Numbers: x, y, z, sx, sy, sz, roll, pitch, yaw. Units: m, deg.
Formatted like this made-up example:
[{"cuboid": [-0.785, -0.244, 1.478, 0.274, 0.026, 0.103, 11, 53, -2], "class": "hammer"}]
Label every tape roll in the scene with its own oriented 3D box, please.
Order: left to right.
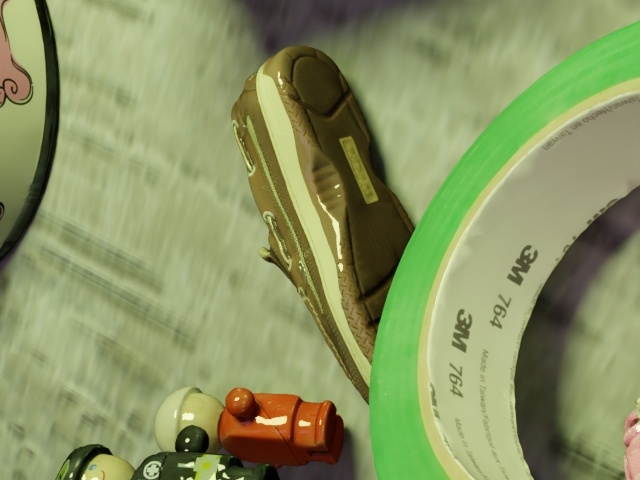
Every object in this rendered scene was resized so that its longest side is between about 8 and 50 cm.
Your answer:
[{"cuboid": [0.158, 0.037, 0.508, 0.321, 0.077, 0.321, -38, 37, 36], "class": "tape roll"}]

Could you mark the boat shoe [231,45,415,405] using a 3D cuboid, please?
[{"cuboid": [0.006, -0.001, 0.702, 0.095, 0.095, 0.257, -28, 75, 43], "class": "boat shoe"}]

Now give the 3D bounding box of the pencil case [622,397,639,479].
[{"cuboid": [0.325, 0.057, 0.478, 0.386, 0.167, 0.160, -46, 35, 25], "class": "pencil case"}]

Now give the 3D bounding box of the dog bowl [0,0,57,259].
[{"cuboid": [-0.435, -0.139, 0.898, 0.408, 0.150, 0.408, 4, 98, 30], "class": "dog bowl"}]

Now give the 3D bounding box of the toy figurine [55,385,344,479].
[{"cuboid": [-0.075, 0.214, 0.693, 0.148, 0.213, 0.209, -1, 100, 18], "class": "toy figurine"}]
